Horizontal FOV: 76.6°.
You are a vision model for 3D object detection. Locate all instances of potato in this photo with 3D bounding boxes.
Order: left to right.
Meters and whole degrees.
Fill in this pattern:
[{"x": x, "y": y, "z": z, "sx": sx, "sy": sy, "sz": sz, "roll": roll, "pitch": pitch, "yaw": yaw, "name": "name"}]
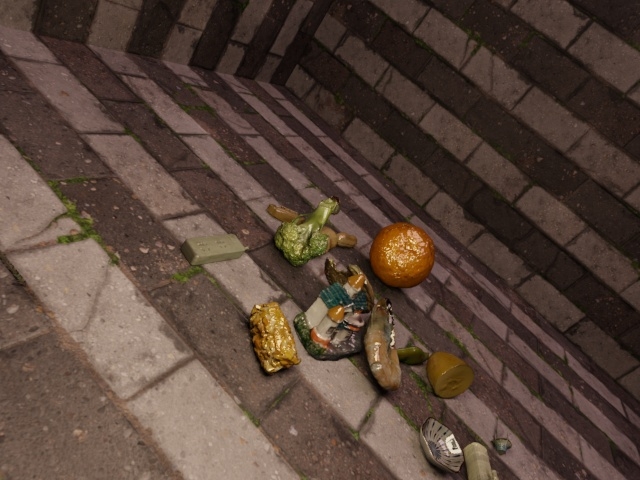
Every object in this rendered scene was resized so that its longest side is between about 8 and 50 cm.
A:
[{"x": 0.527, "y": 0.547, "z": 1.713, "sx": 0.203, "sy": 0.178, "sz": 0.158, "roll": -3, "pitch": 26, "yaw": -19, "name": "potato"}]

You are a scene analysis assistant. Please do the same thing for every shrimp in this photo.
[{"x": 0.251, "y": 0.382, "z": 1.573, "sx": 0.221, "sy": 0.109, "sz": 0.446, "roll": 50, "pitch": 26, "yaw": -22, "name": "shrimp"}]

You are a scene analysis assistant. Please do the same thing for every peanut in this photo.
[{"x": 0.000, "y": 0.000, "z": 1.937, "sx": 0.253, "sy": 0.122, "sz": 0.137, "roll": -23, "pitch": 90, "yaw": -62, "name": "peanut"}, {"x": 0.135, "y": -0.004, "z": 2.153, "sx": 0.174, "sy": 0.080, "sz": 0.080, "roll": 12, "pitch": 37, "yaw": -46, "name": "peanut"}]

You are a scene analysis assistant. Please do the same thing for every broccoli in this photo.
[{"x": -0.068, "y": -0.032, "z": 1.709, "sx": 0.186, "sy": 0.302, "sz": 0.254, "roll": 24, "pitch": 33, "yaw": -34, "name": "broccoli"}]

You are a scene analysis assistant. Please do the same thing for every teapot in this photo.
[{"x": 0.565, "y": 0.808, "z": 1.401, "sx": 0.077, "sy": 0.107, "sz": 0.200, "roll": 36, "pitch": 28, "yaw": -10, "name": "teapot"}]

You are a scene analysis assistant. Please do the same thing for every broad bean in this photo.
[{"x": 0.346, "y": 0.480, "z": 1.682, "sx": 0.324, "sy": 0.067, "sz": 0.075, "roll": 8, "pitch": 68, "yaw": -35, "name": "broad bean"}]

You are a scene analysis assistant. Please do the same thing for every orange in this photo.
[{"x": 0.418, "y": 0.082, "z": 2.095, "sx": 0.340, "sy": 0.340, "sz": 0.293, "roll": 43, "pitch": -10, "yaw": 9, "name": "orange"}]

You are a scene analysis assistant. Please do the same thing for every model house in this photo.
[{"x": 0.089, "y": 0.262, "z": 1.469, "sx": 0.271, "sy": 0.301, "sz": 0.190, "roll": 11, "pitch": 31, "yaw": -41, "name": "model house"}]

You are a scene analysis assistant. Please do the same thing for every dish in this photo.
[{"x": 0.401, "y": 0.714, "z": 1.392, "sx": 0.190, "sy": 0.066, "sz": 0.191, "roll": 30, "pitch": 27, "yaw": -17, "name": "dish"}]

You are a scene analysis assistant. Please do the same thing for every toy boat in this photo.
[{"x": -0.171, "y": -0.127, "z": 1.989, "sx": 0.200, "sy": 0.057, "sz": 0.077, "roll": 22, "pitch": 27, "yaw": -27, "name": "toy boat"}]

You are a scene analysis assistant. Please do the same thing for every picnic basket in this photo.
[{"x": 0.735, "y": 0.817, "z": 1.642, "sx": 0.083, "sy": 0.065, "sz": 0.083, "roll": 30, "pitch": 45, "yaw": -5, "name": "picnic basket"}]

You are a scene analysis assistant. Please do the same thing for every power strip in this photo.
[{"x": -0.375, "y": 0.029, "z": 1.510, "sx": 0.093, "sy": 0.053, "sz": 0.288, "roll": 49, "pitch": 30, "yaw": 20, "name": "power strip"}]

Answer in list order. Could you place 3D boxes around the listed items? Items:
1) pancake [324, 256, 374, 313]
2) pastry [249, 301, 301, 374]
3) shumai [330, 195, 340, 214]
[{"x": 0.114, "y": 0.178, "z": 1.659, "sx": 0.033, "sy": 0.288, "sz": 0.286, "roll": -28, "pitch": 72, "yaw": -26, "name": "pancake"}, {"x": -0.162, "y": 0.300, "z": 1.301, "sx": 0.154, "sy": 0.102, "sz": 0.250, "roll": 8, "pitch": 42, "yaw": -43, "name": "pastry"}, {"x": 0.081, "y": -0.217, "z": 2.393, "sx": 0.099, "sy": 0.087, "sz": 0.123, "roll": 44, "pitch": 26, "yaw": 13, "name": "shumai"}]
